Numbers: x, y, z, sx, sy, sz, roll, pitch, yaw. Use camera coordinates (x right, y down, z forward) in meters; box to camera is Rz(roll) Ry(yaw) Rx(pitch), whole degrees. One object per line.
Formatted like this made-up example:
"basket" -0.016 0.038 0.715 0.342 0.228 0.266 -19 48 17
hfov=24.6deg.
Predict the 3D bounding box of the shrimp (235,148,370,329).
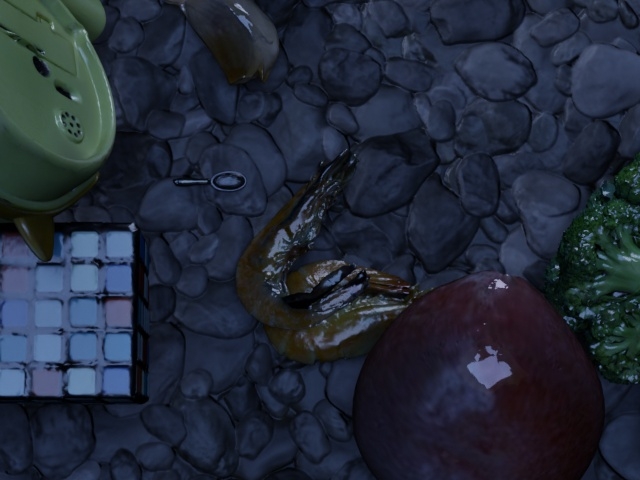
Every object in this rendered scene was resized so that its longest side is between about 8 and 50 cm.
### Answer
"shrimp" 0.000 0.000 1.603 0.152 0.046 0.219 26 77 36

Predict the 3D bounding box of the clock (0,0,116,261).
"clock" -0.314 -0.155 1.420 0.117 0.286 0.348 -27 57 23

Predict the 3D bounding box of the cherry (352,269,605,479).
"cherry" 0.167 0.165 1.515 0.261 0.307 0.221 9 39 1

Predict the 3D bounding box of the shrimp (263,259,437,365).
"shrimp" 0.042 0.071 1.623 0.217 0.051 0.115 -11 82 -1

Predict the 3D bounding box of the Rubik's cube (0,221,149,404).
"Rubik's cube" -0.275 0.081 1.542 0.182 0.184 0.187 0 84 -2

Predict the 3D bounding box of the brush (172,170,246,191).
"brush" -0.125 -0.067 1.652 0.083 0.008 0.024 0 87 -2

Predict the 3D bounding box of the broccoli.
"broccoli" 0.367 0.029 1.532 0.270 0.270 0.269 -4 99 -27

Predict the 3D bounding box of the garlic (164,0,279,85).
"garlic" -0.102 -0.242 1.643 0.084 0.066 0.152 -36 88 -4
